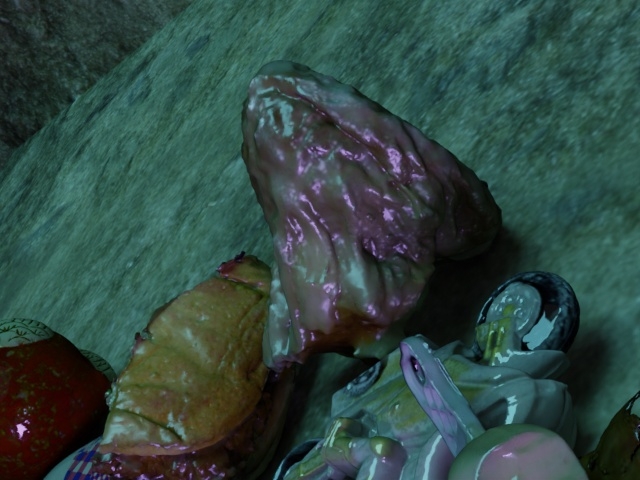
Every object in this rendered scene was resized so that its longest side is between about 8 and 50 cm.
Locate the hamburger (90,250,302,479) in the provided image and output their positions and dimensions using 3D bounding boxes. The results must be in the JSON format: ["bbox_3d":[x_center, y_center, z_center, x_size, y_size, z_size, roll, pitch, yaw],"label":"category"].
[{"bbox_3d":[-0.121,0.162,1.105,0.282,0.155,0.245,-20,53,-17],"label":"hamburger"}]

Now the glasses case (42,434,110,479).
[{"bbox_3d":[-0.259,0.295,1.256,0.327,0.076,0.125,-31,31,34],"label":"glasses case"}]

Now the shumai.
[{"bbox_3d":[0.000,0.000,1.010,0.267,0.314,0.262,21,76,51],"label":"shumai"}]

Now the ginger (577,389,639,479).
[{"bbox_3d":[0.279,0.077,0.660,0.309,0.107,0.133,-53,30,-1],"label":"ginger"}]

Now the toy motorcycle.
[{"bbox_3d":[0.087,0.180,0.830,0.340,0.108,0.223,-39,35,21],"label":"toy motorcycle"}]

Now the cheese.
[{"bbox_3d":[0.122,0.169,0.660,0.082,0.163,0.286,-21,50,-16],"label":"cheese"}]

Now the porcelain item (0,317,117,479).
[{"bbox_3d":[-0.378,0.222,1.432,0.253,0.253,0.253,-37,27,23],"label":"porcelain item"}]
